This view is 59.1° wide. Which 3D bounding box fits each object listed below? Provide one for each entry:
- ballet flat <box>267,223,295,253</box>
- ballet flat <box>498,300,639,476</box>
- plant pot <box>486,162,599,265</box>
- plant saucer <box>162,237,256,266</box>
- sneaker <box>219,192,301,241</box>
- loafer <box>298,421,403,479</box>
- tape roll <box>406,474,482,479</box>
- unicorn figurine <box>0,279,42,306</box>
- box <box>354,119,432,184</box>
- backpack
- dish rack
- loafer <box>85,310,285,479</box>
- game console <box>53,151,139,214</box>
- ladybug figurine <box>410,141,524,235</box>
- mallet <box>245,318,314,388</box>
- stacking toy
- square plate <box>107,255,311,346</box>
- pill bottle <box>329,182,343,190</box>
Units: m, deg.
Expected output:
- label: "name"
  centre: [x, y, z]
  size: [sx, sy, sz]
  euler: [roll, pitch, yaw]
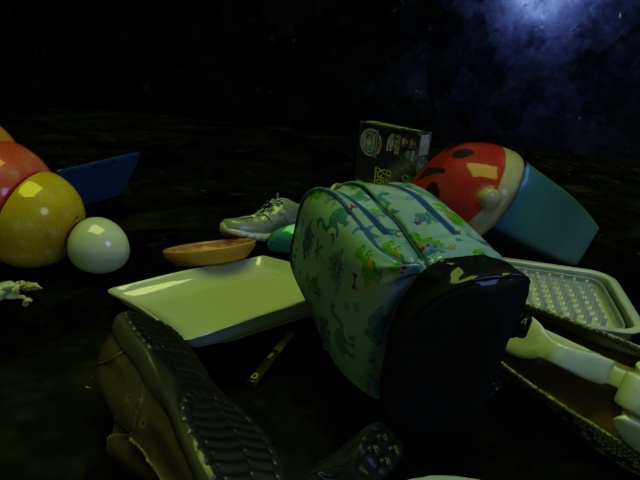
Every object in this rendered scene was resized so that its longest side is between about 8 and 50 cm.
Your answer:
- label: "ballet flat"
  centre: [0.000, 0.000, 1.343]
  size: [0.248, 0.083, 0.087]
  euler: [-9, 38, -24]
- label: "ballet flat"
  centre: [0.367, 0.186, 0.754]
  size: [0.182, 0.164, 0.483]
  euler: [36, -6, -40]
- label: "plant pot"
  centre: [0.515, -0.045, 1.343]
  size: [0.234, 0.165, 0.165]
  euler: [32, 1, -2]
- label: "plant saucer"
  centre: [-0.238, 0.026, 1.228]
  size: [0.200, 0.037, 0.200]
  euler: [-6, 6, 1]
- label: "sneaker"
  centre: [-0.123, -0.059, 1.398]
  size: [0.282, 0.115, 0.105]
  euler: [-7, 6, -37]
- label: "loafer"
  centre: [0.016, 0.275, 0.609]
  size: [0.076, 0.078, 0.223]
  euler: [45, 30, 16]
- label: "tape roll"
  centre: [0.136, 0.320, 0.514]
  size: [0.220, 0.072, 0.219]
  euler: [4, 21, -1]
- label: "unicorn figurine"
  centre: [-0.605, 0.099, 1.022]
  size: [0.111, 0.060, 0.162]
  euler: [18, 9, 36]
- label: "box"
  centre: [0.199, -0.194, 1.617]
  size: [0.060, 0.269, 0.216]
  euler: [-15, 28, -43]
- label: "backpack"
  centre: [0.099, 0.053, 0.815]
  size: [0.274, 0.290, 0.355]
  euler: [3, 36, -8]
- label: "dish rack"
  centre: [0.416, 0.118, 1.099]
  size: [0.333, 0.072, 0.285]
  euler: [8, 20, 12]
- label: "loafer"
  centre: [-0.170, 0.233, 0.671]
  size: [0.134, 0.130, 0.366]
  euler: [31, 6, -45]
- label: "game console"
  centre: [-0.666, -0.150, 1.499]
  size: [0.250, 0.173, 0.293]
  euler: [13, 22, 22]
- label: "ladybug figurine"
  centre: [0.311, -0.110, 1.320]
  size: [0.162, 0.305, 0.449]
  euler: [38, -2, -4]
- label: "mallet"
  centre: [-0.078, 0.177, 0.922]
  size: [0.063, 0.039, 0.190]
  euler: [12, 26, 26]
- label: "stacking toy"
  centre: [-0.624, -0.048, 1.181]
  size: [0.480, 0.350, 0.350]
  euler: [25, 23, 3]
- label: "square plate"
  centre: [-0.156, 0.102, 1.018]
  size: [0.348, 0.049, 0.344]
  euler: [-12, 16, -36]
- label: "pill bottle"
  centre: [0.127, -0.084, 1.528]
  size: [0.215, 0.117, 0.117]
  euler: [12, 22, 21]
